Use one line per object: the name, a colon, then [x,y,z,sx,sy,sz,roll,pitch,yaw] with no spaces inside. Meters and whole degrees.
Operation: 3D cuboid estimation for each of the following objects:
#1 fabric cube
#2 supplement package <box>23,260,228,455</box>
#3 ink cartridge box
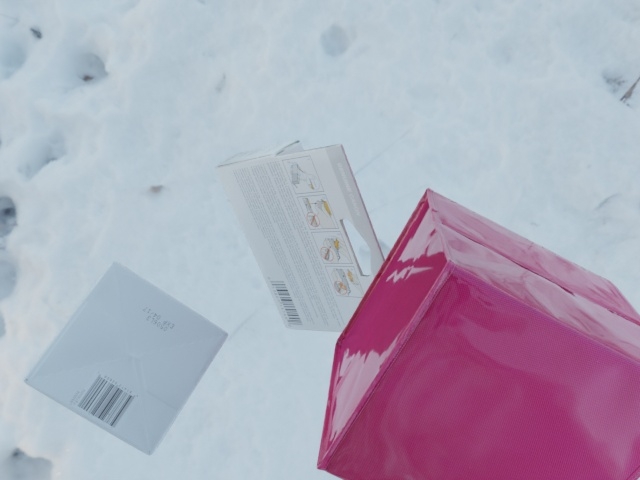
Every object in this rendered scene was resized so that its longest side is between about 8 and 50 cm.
fabric cube: [0.174,0.135,0.640,0.258,0.259,0.254,26,111,-3]
supplement package: [-0.273,0.167,0.832,0.177,0.293,0.175,35,70,-9]
ink cartridge box: [0.000,0.000,0.854,0.066,0.261,0.297,-40,116,-41]
